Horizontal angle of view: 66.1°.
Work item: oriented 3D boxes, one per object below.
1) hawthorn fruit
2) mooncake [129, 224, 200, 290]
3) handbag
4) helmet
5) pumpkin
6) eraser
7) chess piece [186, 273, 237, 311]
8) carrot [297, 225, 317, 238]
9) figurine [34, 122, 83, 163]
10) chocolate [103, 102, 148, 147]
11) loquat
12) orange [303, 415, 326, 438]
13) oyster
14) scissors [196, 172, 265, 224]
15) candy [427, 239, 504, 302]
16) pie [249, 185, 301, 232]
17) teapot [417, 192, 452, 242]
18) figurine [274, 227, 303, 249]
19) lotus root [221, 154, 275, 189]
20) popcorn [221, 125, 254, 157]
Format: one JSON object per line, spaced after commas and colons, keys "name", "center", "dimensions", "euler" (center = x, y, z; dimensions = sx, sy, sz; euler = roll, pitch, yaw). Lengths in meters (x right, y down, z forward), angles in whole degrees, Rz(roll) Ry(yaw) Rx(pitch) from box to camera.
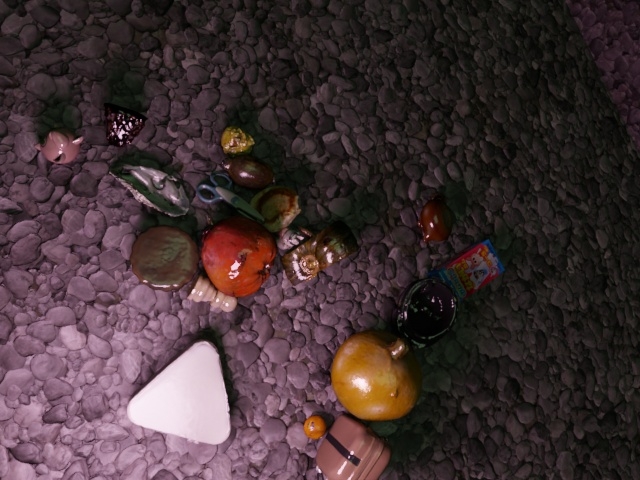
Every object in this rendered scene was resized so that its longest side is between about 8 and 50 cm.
{"name": "hawthorn fruit", "center": [-0.296, 0.026, 1.686], "dimensions": [0.276, 0.276, 0.307], "euler": [-40, 69, -22]}
{"name": "mooncake", "center": [-0.522, 0.064, 1.659], "dimensions": [0.228, 0.124, 0.229], "euler": [5, 74, -16]}
{"name": "handbag", "center": [0.089, 0.749, 1.662], "dimensions": [0.149, 0.302, 0.283], "euler": [36, 76, -8]}
{"name": "helmet", "center": [0.399, 0.275, 1.936], "dimensions": [0.230, 0.160, 0.279], "euler": [34, 85, -11]}
{"name": "pumpkin", "center": [0.006, 0.040, 1.842], "dimensions": [0.139, 0.280, 0.190], "euler": [59, 34, -1]}
{"name": "eraser", "center": [-0.423, 0.473, 1.604], "dimensions": [0.330, 0.150, 0.332], "euler": [3, 81, -18]}
{"name": "chess piece", "center": [-0.367, 0.191, 1.708], "dimensions": [0.170, 0.094, 0.094], "euler": [27, 72, -17]}
{"name": "carrot", "center": [0.000, 0.000, 1.905], "dimensions": [0.216, 0.048, 0.048], "euler": [30, 71, -9]}
{"name": "figurine", "center": [-0.850, -0.312, 1.605], "dimensions": [0.125, 0.138, 0.125], "euler": [-33, 133, -44]}
{"name": "chocolate", "center": [-0.689, -0.387, 1.694], "dimensions": [0.156, 0.156, 0.133], "euler": [20, 101, -16]}
{"name": "loquat", "center": [0.209, 0.460, 1.724], "dimensions": [0.328, 0.360, 0.329], "euler": [19, 39, -16]}
{"name": "orange", "center": [-0.019, 0.665, 1.751], "dimensions": [0.083, 0.083, 0.084], "euler": [4, 79, -19]}
{"name": "oyster", "center": [-0.583, -0.170, 1.696], "dimensions": [0.251, 0.087, 0.200], "euler": [-3, 71, -28]}
{"name": "scissors", "center": [-0.311, -0.141, 1.767], "dimensions": [0.289, 0.041, 0.138], "euler": [34, 64, 16]}
{"name": "candy", "center": [0.614, 0.134, 2.074], "dimensions": [0.305, 0.100, 0.157], "euler": [-28, 91, -21]}
{"name": "pie", "center": [-0.166, -0.124, 1.803], "dimensions": [0.178, 0.205, 0.084], "euler": [-33, 135, -11]}
{"name": "teapot", "center": [0.472, -0.099, 2.060], "dimensions": [0.178, 0.135, 0.252], "euler": [51, 42, -41]}
{"name": "figurine", "center": [-0.127, -0.011, 1.802], "dimensions": [0.098, 0.146, 0.081], "euler": [27, 73, -12]}
{"name": "lotus root", "center": [-0.263, -0.253, 1.811], "dimensions": [0.209, 0.120, 0.120], "euler": [17, 75, -20]}
{"name": "popcorn", "center": [-0.312, -0.361, 1.821], "dimensions": [0.106, 0.116, 0.121], "euler": [-54, 135, -15]}
